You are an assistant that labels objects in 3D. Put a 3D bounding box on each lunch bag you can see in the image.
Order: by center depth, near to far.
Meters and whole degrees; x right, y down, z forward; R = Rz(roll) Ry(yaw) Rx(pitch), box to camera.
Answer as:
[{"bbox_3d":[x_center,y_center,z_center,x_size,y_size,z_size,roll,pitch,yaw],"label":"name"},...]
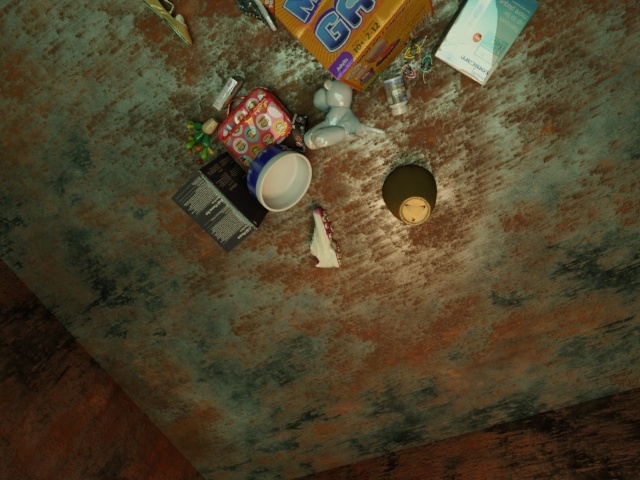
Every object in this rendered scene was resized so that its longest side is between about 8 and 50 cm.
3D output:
[{"bbox_3d":[-0.271,-0.481,1.657,0.293,0.120,0.258,-39,101,20],"label":"lunch bag"}]

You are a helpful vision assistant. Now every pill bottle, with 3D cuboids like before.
[{"bbox_3d":[0.296,-0.565,1.561,0.078,0.078,0.137,-14,113,13],"label":"pill bottle"}]

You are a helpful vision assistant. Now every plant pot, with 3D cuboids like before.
[{"bbox_3d":[0.375,-0.166,1.642,0.237,0.254,0.237,3,114,6],"label":"plant pot"}]

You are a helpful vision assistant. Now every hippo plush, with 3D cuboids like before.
[{"bbox_3d":[0.045,-0.488,1.531,0.294,0.234,0.237,4,110,53],"label":"hippo plush"}]

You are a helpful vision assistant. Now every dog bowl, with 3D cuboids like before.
[{"bbox_3d":[-0.169,-0.259,1.662,0.104,0.265,0.265,39,121,33],"label":"dog bowl"}]

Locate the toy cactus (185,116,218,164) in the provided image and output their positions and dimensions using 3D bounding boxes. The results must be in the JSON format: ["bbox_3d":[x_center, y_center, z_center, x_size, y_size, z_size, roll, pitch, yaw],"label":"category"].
[{"bbox_3d":[-0.486,-0.436,1.673,0.180,0.219,0.112,-37,143,24],"label":"toy cactus"}]

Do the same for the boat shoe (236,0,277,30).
[{"bbox_3d":[-0.241,-0.856,1.505,0.083,0.065,0.183,-30,102,21],"label":"boat shoe"}]

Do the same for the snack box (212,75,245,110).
[{"bbox_3d":[-0.370,-0.595,1.618,0.037,0.100,0.141,38,114,-10],"label":"snack box"}]

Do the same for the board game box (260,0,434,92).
[{"bbox_3d":[0.104,-0.757,1.298,0.356,0.356,0.356,47,113,3],"label":"board game box"}]

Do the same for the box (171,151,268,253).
[{"bbox_3d":[-0.393,-0.168,1.686,0.179,0.343,0.312,-39,104,20],"label":"box"}]

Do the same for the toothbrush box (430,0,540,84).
[{"bbox_3d":[0.569,-0.743,1.419,0.216,0.126,0.295,29,116,-7],"label":"toothbrush box"}]

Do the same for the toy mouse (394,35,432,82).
[{"bbox_3d":[0.368,-0.666,1.529,0.161,0.031,0.143,-30,106,21],"label":"toy mouse"}]

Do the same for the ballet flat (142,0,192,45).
[{"bbox_3d":[-0.572,-0.860,1.536,0.232,0.080,0.073,42,98,-14],"label":"ballet flat"}]

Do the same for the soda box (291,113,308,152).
[{"bbox_3d":[-0.082,-0.434,1.630,0.053,0.060,0.169,12,156,4],"label":"soda box"}]

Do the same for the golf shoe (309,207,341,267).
[{"bbox_3d":[0.000,0.000,1.847,0.140,0.115,0.306,-12,112,16],"label":"golf shoe"}]
